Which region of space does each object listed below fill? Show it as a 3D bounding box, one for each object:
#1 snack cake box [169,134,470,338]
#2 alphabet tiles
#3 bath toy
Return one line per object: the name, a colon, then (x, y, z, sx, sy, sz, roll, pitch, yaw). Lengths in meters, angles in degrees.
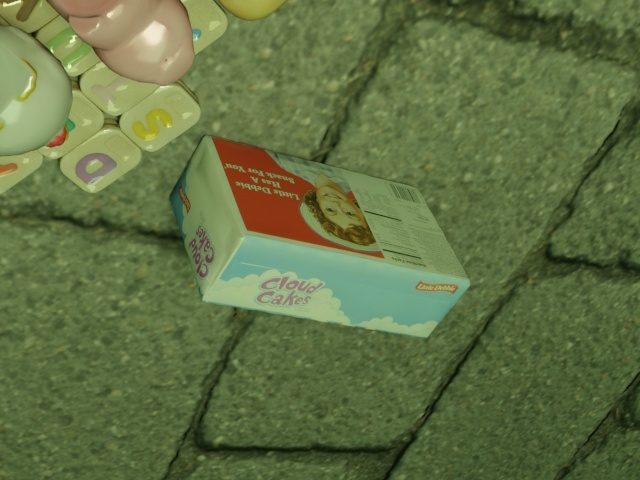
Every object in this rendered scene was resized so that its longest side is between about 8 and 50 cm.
snack cake box: (0.000, 0.000, 1.031, 0.264, 0.152, 0.089, 12, 127, -32)
alphabet tiles: (-0.228, -0.154, 0.877, 0.278, 0.021, 0.284, -32, 137, 10)
bath toy: (-0.136, -0.187, 0.794, 0.348, 0.151, 0.129, -39, 180, 6)
